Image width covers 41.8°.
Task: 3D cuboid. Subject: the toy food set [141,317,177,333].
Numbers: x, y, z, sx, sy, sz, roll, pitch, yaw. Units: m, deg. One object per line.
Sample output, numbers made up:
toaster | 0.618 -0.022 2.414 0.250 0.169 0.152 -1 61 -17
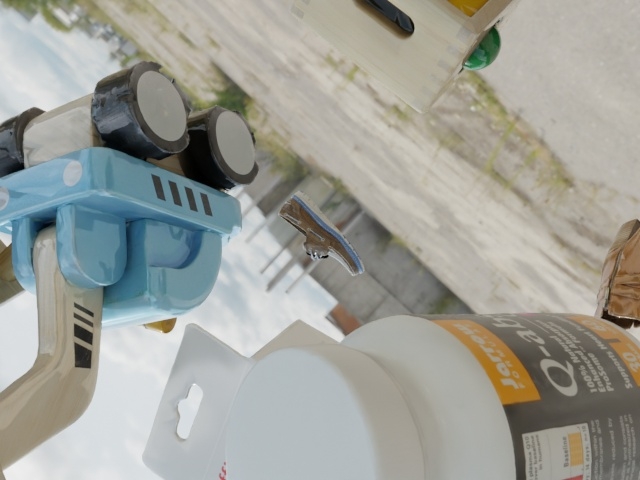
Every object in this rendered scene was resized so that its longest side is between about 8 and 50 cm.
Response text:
toy food set | -0.227 0.011 1.208 0.105 0.232 0.111 12 157 24

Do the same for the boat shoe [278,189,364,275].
boat shoe | 0.000 0.000 1.453 0.183 0.066 0.066 48 172 14

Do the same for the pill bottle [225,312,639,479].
pill bottle | 0.091 0.127 0.530 0.279 0.162 0.162 4 -152 -41

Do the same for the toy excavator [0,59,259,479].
toy excavator | -0.246 0.042 0.899 0.433 0.223 0.444 19 -120 -58

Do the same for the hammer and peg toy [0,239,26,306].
hammer and peg toy | -0.530 -0.035 0.972 0.361 0.127 0.266 49 -157 -4

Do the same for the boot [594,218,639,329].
boot | 0.411 0.030 1.030 0.073 0.152 0.197 26 158 0

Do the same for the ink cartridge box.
ink cartridge box | 0.008 0.226 0.860 0.354 0.207 0.119 29 -155 15

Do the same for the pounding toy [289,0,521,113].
pounding toy | 0.084 -0.165 0.535 0.141 0.130 0.100 38 140 5
